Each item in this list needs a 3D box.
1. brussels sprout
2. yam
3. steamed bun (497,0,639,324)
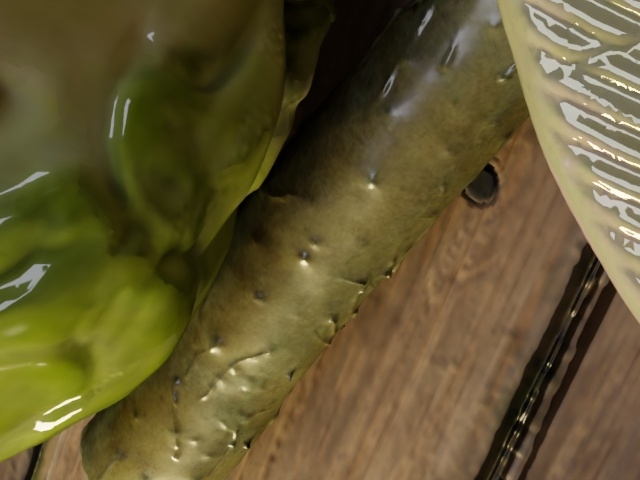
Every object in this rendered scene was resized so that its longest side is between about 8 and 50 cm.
[{"bbox_3d":[-0.152,-0.056,0.595,0.328,0.247,0.328,-45,35,46],"label":"brussels sprout"},{"bbox_3d":[0.000,0.000,0.616,0.083,0.083,0.371,51,122,22],"label":"yam"},{"bbox_3d":[0.158,-0.066,0.437,0.170,0.152,0.239,-19,99,28],"label":"steamed bun"}]
